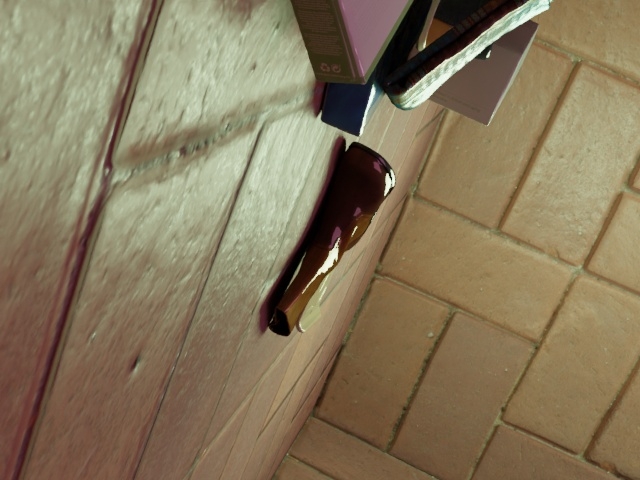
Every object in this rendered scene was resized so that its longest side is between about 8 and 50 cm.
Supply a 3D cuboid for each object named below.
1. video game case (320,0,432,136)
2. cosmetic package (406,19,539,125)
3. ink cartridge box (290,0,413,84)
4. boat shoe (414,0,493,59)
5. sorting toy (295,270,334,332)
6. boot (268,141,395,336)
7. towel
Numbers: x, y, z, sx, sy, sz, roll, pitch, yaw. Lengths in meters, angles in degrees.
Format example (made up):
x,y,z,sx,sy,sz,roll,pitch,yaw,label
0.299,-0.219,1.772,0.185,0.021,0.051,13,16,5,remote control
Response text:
x,y,z,sx,sy,sz,roll,pitch,yaw,label
0.093,-0.300,1.107,0.270,0.061,0.244,104,12,-54,video game case
0.301,-0.372,1.811,0.155,0.196,0.365,-68,171,28,cosmetic package
0.025,-0.273,0.760,0.171,0.056,0.235,-61,147,-32,ink cartridge box
0.310,-0.525,1.542,0.187,0.155,0.501,63,51,-78,boat shoe
0.002,0.062,1.772,0.193,0.038,0.208,-30,140,-77,sorting toy
0.000,0.000,1.469,0.280,0.096,0.264,-53,176,-25,boot
0.197,-0.253,1.140,0.271,0.040,0.370,-36,-178,9,towel
